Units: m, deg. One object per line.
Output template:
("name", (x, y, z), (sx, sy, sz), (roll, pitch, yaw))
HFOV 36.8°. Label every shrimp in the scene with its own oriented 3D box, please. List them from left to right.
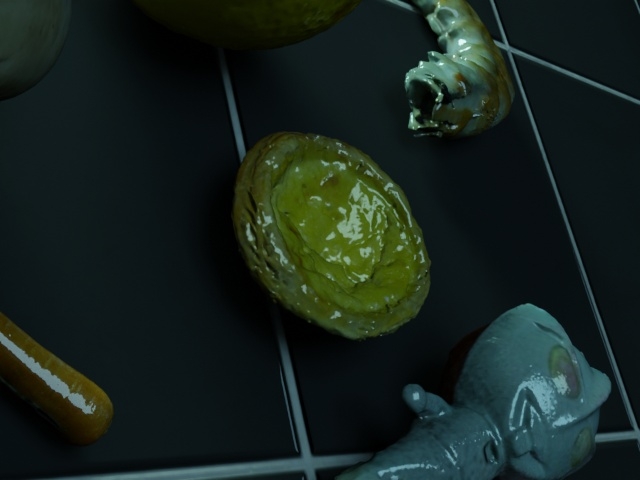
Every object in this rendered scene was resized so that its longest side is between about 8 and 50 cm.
("shrimp", (0.140, -0.217, 1.045), (0.185, 0.068, 0.287), (18, 52, -42))

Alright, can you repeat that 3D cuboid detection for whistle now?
("whistle", (0.117, 0.154, 0.751), (0.346, 0.134, 0.142), (-21, 123, -41))

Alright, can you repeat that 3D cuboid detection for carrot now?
("carrot", (-0.192, 0.049, 0.545), (0.190, 0.037, 0.037), (46, 41, -14))

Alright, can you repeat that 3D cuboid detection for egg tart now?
("egg tart", (0.000, 0.000, 0.751), (0.191, 0.074, 0.191), (25, 50, -34))

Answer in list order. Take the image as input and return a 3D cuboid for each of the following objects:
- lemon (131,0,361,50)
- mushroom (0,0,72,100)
("lemon", (-0.053, -0.261, 0.744), (0.253, 0.228, 0.228), (12, 58, -44))
("mushroom", (-0.243, -0.147, 0.505), (0.226, 0.226, 0.178), (27, 87, -34))
